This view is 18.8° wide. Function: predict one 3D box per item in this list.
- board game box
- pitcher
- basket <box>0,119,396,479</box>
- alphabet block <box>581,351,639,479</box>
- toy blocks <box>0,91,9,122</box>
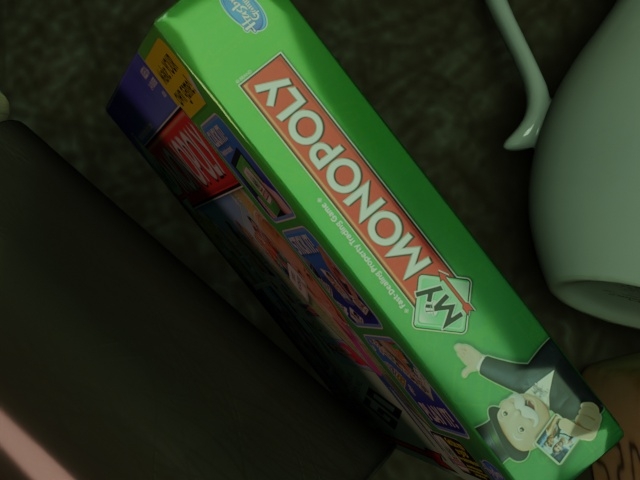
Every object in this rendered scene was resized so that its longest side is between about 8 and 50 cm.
[{"bbox_3d":[0.000,0.000,0.808,0.046,0.317,0.213,-40,94,-8],"label":"board game box"},{"bbox_3d":[0.149,-0.070,0.946,0.177,0.125,0.207,11,75,11],"label":"pitcher"},{"bbox_3d":[-0.101,0.068,0.865,0.227,0.204,0.154,44,76,3],"label":"basket"},{"bbox_3d":[0.251,0.136,0.908,0.192,0.197,0.193,-10,90,-10],"label":"alphabet block"},{"bbox_3d":[-0.321,-0.134,0.836,0.288,0.309,0.260,-34,61,-20],"label":"toy blocks"}]
